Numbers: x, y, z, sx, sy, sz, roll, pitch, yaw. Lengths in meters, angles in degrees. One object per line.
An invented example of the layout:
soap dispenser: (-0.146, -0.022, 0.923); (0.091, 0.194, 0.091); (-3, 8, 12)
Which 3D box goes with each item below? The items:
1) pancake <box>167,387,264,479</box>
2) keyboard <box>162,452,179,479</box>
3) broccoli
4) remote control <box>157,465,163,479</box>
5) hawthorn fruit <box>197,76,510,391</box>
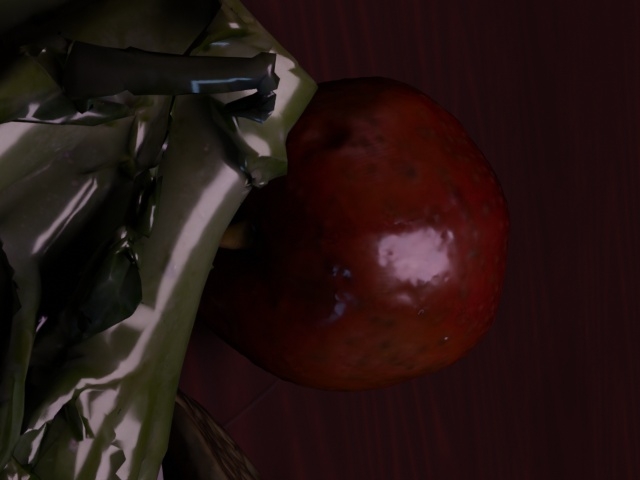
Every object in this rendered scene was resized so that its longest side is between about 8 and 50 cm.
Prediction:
pancake: (-0.025, 0.170, 0.988); (0.031, 0.250, 0.250); (-30, 143, -1)
keyboard: (-0.121, 0.097, 0.967); (0.072, 0.023, 0.231); (-64, 151, -24)
broccoli: (-0.131, 0.019, 0.574); (0.283, 0.304, 0.321); (-42, 140, 0)
remote control: (-0.114, 0.034, 0.803); (0.103, 0.056, 0.277); (27, 51, -63)
hawthorn fruit: (0.000, 0.000, 1.019); (0.200, 0.179, 0.179); (-8, 108, -46)
